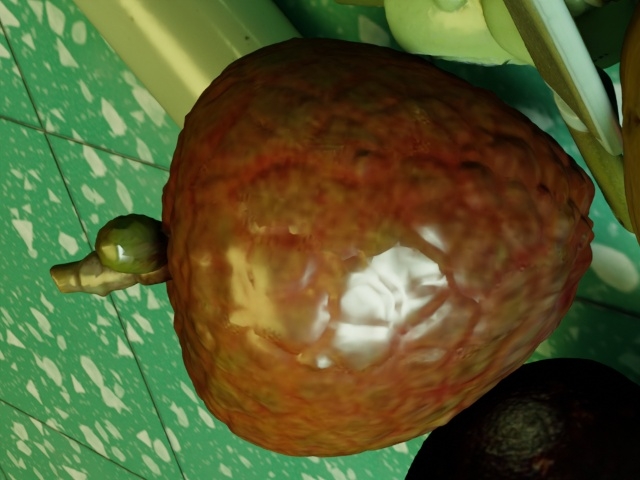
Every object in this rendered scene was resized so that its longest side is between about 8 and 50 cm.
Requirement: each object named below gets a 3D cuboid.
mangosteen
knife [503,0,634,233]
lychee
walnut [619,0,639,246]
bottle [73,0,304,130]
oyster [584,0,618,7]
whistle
[{"bbox_3d":[0.182,0.194,0.805,0.287,0.233,0.287,31,138,33],"label":"mangosteen"},{"bbox_3d":[0.123,-0.069,0.634,0.061,0.027,0.343,57,-173,32],"label":"knife"},{"bbox_3d":[0.000,0.000,0.778,0.300,0.255,0.255,10,142,-2],"label":"lychee"},{"bbox_3d":[0.210,-0.041,0.589,0.167,0.167,0.207,12,123,45],"label":"walnut"},{"bbox_3d":[-0.082,-0.140,0.914,0.245,0.104,0.104,50,148,1],"label":"bottle"},{"bbox_3d":[0.077,-0.273,0.585,0.201,0.107,0.354,-2,104,41],"label":"oyster"},{"bbox_3d":[0.089,-0.134,0.721,0.227,0.105,0.085,14,104,48],"label":"whistle"}]
